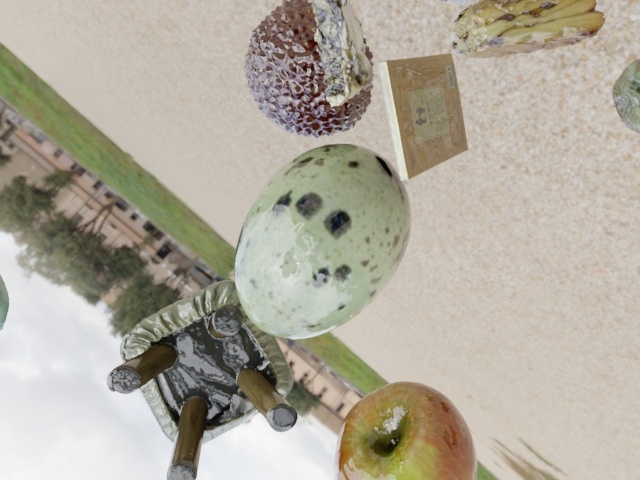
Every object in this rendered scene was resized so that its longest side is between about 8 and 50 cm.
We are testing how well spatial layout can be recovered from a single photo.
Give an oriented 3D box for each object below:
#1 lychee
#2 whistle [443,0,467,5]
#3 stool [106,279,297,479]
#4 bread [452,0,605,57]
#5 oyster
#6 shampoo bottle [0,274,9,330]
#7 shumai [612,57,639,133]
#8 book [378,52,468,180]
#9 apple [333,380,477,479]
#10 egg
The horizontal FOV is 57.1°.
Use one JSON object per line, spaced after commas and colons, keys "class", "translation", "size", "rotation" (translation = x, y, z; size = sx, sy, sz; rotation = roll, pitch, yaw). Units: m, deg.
{"class": "lychee", "translation": [-0.023, -0.345, 1.175], "size": [0.300, 0.264, 0.264], "rotation": [45, 175, 29]}
{"class": "whistle", "translation": [0.176, -0.364, 0.844], "size": [0.083, 0.033, 0.029], "rotation": [35, -166, 10]}
{"class": "stool", "translation": [-0.223, 0.276, 1.184], "size": [0.310, 0.310, 0.226], "rotation": [63, 172, -11]}
{"class": "bread", "translation": [0.503, -0.555, 1.461], "size": [0.277, 0.324, 0.167], "rotation": [-85, -11, -80]}
{"class": "oyster", "translation": [0.029, -0.344, 0.937], "size": [0.223, 0.083, 0.214], "rotation": [-75, -27, -59]}
{"class": "shampoo bottle", "translation": [-0.378, 0.142, 0.440], "size": [0.221, 0.350, 0.151], "rotation": [25, 152, -5]}
{"class": "shumai", "translation": [0.852, -0.355, 1.519], "size": [0.272, 0.203, 0.222], "rotation": [32, 134, 49]}
{"class": "book", "translation": [0.117, -0.139, 0.635], "size": [0.012, 0.172, 0.118], "rotation": [-5, 104, 36]}
{"class": "apple", "translation": [0.171, 0.446, 1.149], "size": [0.277, 0.309, 0.250], "rotation": [11, 149, 46]}
{"class": "egg", "translation": [0.000, 0.000, 1.064], "size": [0.287, 0.379, 0.287], "rotation": [42, 170, 9]}
